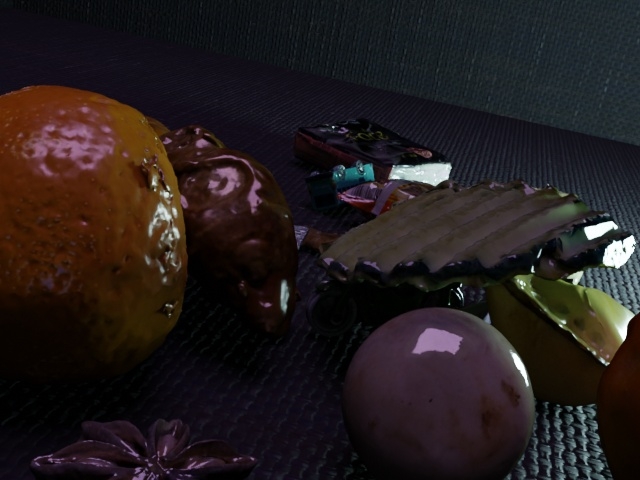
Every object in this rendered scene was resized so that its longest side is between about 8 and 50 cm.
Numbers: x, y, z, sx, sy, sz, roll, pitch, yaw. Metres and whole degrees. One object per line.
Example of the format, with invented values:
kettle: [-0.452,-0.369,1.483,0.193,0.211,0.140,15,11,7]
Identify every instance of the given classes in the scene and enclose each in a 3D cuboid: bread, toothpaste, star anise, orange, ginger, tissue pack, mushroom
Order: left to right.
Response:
orange: [-0.308,-0.003,0.912,0.293,0.341,0.340,-7,26,-18]
star anise: [-0.168,0.224,0.749,0.196,0.073,0.212,28,24,31]
ginger: [-0.132,-0.001,1.110,0.152,0.274,0.357,-21,29,-19]
ginger: [-0.003,0.002,1.452,0.137,0.057,0.044,16,-24,38]
tissue pack: [0.121,-0.204,1.933,0.245,0.123,0.332,-7,27,-44]
mushroom: [0.119,0.180,0.887,0.207,0.207,0.215,6,-13,-11]
toothpaste: [0.265,0.112,1.261,0.048,0.075,0.301,31,23,22]
bread: [0.322,0.132,1.114,0.262,0.163,0.204,34,21,1]

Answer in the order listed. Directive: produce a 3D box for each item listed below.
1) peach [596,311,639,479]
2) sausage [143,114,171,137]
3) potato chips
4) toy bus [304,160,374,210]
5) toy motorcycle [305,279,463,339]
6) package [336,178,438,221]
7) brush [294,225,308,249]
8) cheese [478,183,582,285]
peach: [0.448,0.177,0.827,0.301,0.343,0.342,41,32,22]
sausage: [-0.368,-0.194,1.683,0.134,0.116,0.354,-11,23,-14]
potato chips: [0.211,-0.007,1.090,0.358,0.070,0.429,13,25,40]
toy bus: [0.049,-0.115,1.706,0.079,0.092,0.160,-10,6,37]
toy motorcycle: [0.100,0.061,1.221,0.275,0.127,0.205,0,18,-16]
package: [0.198,-0.067,1.640,0.223,0.109,0.288,27,23,33]
brush: [-0.136,-0.018,1.448,0.218,0.010,0.083,12,44,12]
cheese: [0.430,-0.004,1.505,0.251,0.174,0.248,7,19,-24]
